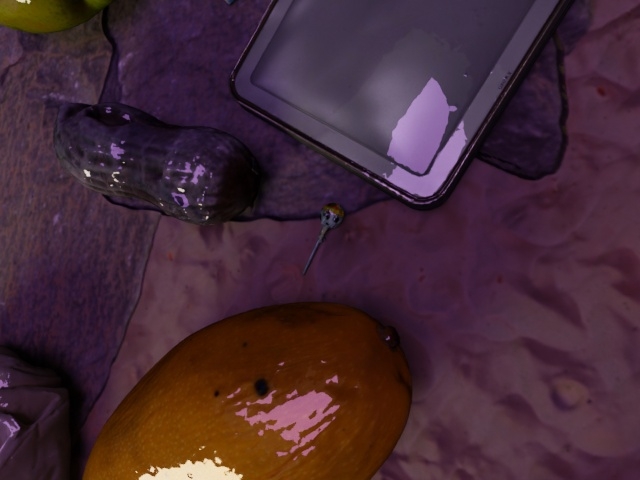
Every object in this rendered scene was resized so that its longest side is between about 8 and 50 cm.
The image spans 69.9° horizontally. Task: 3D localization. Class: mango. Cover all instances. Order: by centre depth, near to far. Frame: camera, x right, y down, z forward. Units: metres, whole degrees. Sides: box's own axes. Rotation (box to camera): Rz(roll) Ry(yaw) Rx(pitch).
[{"bbox_3d":[-0.083,0.171,0.419,0.359,0.144,0.187,-25,76,17],"label":"mango"}]

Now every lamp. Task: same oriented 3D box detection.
[{"bbox_3d":[0.069,-0.203,0.452,0.266,0.047,0.269,33,96,17],"label":"lamp"}]

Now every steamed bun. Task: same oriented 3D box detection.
[{"bbox_3d":[-0.400,0.235,0.513,0.211,0.144,0.218,4,86,18],"label":"steamed bun"}]

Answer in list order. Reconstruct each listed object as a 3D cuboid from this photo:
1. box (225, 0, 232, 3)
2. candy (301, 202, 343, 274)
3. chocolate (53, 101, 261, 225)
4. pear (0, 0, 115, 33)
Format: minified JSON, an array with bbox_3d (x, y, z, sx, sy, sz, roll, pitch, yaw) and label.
[{"bbox_3d":[-0.158,-0.375,0.490,0.073,0.139,0.194,-41,75,11],"label":"box"},{"bbox_3d":[0.000,0.000,0.472,0.025,0.023,0.083,24,100,3],"label":"candy"},{"bbox_3d":[-0.180,-0.084,0.494,0.248,0.110,0.110,21,92,18],"label":"chocolate"},{"bbox_3d":[-0.339,-0.337,0.532,0.219,0.187,0.188,31,95,-3],"label":"pear"}]
